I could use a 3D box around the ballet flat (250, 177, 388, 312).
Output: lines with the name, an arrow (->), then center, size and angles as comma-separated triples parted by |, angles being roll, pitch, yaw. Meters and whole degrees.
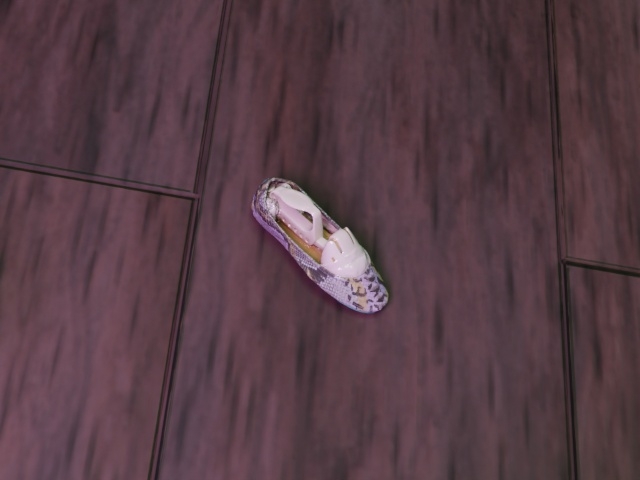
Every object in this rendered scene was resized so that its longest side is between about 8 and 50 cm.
ballet flat -> 0.000, 0.000, 0.839 | 0.114, 0.041, 0.041 | 42, 56, 17
